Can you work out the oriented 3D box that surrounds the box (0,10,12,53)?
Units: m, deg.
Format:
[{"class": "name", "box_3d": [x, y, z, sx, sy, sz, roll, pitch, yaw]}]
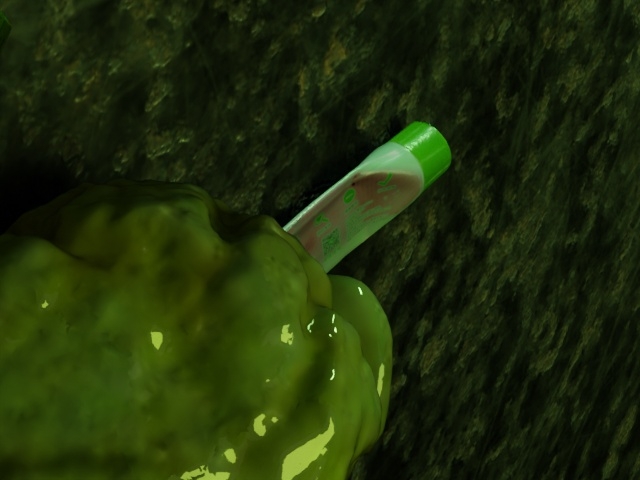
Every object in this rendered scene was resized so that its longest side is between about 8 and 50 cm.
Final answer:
[{"class": "box", "box_3d": [-0.197, -0.067, 0.878, 0.193, 0.030, 0.121, -156, -91, -82]}]

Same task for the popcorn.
[{"class": "popcorn", "box_3d": [-0.115, 0.132, 1.012, 0.294, 0.292, 0.334, 0, 106, -53]}]

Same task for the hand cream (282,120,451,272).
[{"class": "hand cream", "box_3d": [0.001, 0.001, 1.359, 0.275, 0.050, 0.079, -40, 117, -29]}]
